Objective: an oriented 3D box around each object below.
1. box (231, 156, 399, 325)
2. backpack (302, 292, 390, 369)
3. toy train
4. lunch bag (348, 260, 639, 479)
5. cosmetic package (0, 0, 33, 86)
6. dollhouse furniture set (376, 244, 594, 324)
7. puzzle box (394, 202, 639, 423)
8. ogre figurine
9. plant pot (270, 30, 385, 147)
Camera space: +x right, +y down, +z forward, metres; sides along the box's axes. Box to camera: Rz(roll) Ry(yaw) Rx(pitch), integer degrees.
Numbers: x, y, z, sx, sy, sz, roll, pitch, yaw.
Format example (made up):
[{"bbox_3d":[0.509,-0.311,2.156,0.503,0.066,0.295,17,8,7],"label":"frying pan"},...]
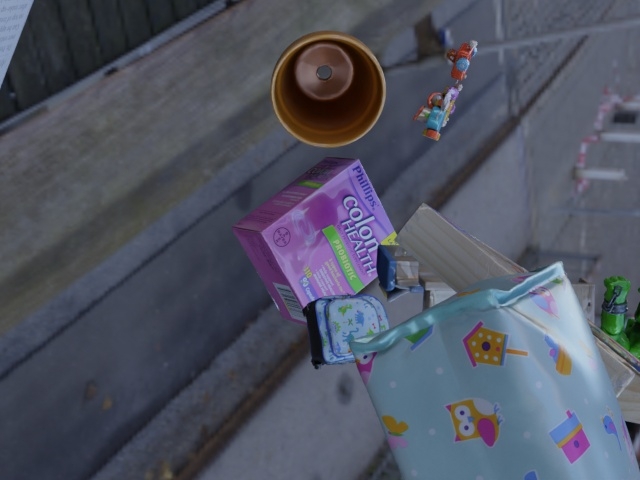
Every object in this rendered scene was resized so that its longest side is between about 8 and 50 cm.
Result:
[{"bbox_3d":[0.000,0.000,2.094,0.243,0.117,0.213,-38,114,-24],"label":"box"},{"bbox_3d":[0.045,0.128,1.670,0.114,0.084,0.105,-7,84,-26],"label":"backpack"},{"bbox_3d":[0.181,-0.223,1.677,0.166,0.046,0.125,-59,168,-45],"label":"toy train"},{"bbox_3d":[0.160,0.140,0.903,0.262,0.160,0.223,-11,77,-65],"label":"lunch bag"},{"bbox_3d":[-0.453,-0.107,1.112,0.453,0.162,0.230,-64,177,18],"label":"cosmetic package"},{"bbox_3d":[0.243,0.128,1.811,0.303,0.286,0.198,-120,-148,-76],"label":"dollhouse furniture set"},{"bbox_3d":[0.258,0.094,1.257,0.052,0.272,0.409,-53,155,7],"label":"puzzle box"},{"bbox_3d":[0.447,0.117,1.513,0.197,0.097,0.118,2,119,-39],"label":"ogre figurine"},{"bbox_3d":[0.011,-0.295,2.092,0.188,0.205,0.205,-94,178,-69],"label":"plant pot"}]
